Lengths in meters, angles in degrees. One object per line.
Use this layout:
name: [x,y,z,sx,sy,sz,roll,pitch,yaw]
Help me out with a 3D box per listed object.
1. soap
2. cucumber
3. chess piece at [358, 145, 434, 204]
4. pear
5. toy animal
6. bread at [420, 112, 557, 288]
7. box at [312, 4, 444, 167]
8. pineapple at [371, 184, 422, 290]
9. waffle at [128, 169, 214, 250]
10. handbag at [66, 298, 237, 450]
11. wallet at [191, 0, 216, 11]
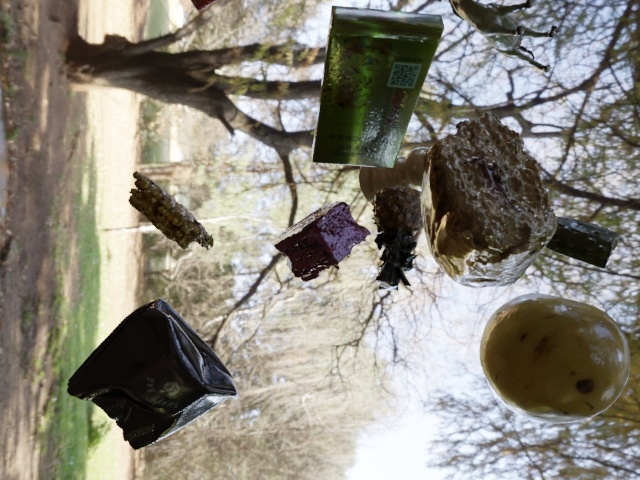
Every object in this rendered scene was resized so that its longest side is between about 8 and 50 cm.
soap: [0.000,0.000,0.869,0.099,0.162,0.250,57,-6,-7]
cucumber: [0.296,-0.010,0.541,0.107,0.067,0.035,26,-53,35]
chess piece: [0.271,-0.200,1.284,0.300,0.167,0.166,-11,-101,44]
pear: [0.589,0.295,1.159,0.348,0.349,0.348,179,-90,-69]
toy animal: [0.337,-0.406,0.850,0.073,0.217,0.176,-58,-141,12]
bread: [0.123,-0.024,0.365,0.106,0.082,0.125,99,-21,-55]
box: [0.084,-0.251,0.798,0.311,0.173,0.043,101,-11,-57]
pineapple: [0.179,-0.003,1.071,0.128,0.128,0.247,142,-43,-64]
waffle: [-0.311,-0.046,0.936,0.197,0.070,0.193,40,-7,15]
handbag: [-0.406,0.339,1.085,0.342,0.288,0.152,57,-10,-25]
wallet: [-0.099,-0.384,0.569,0.103,0.197,0.020,57,0,7]
